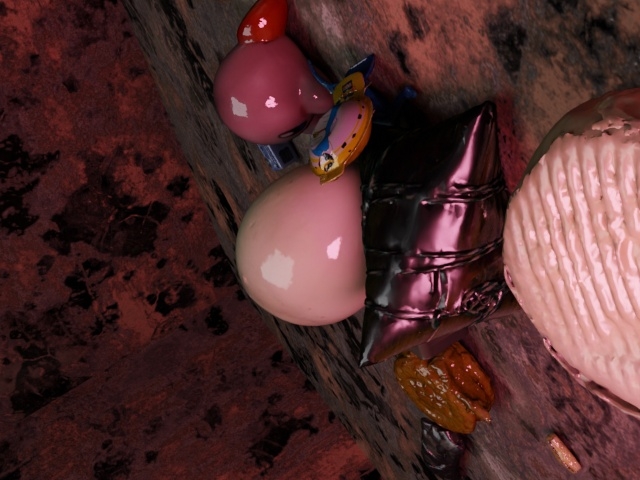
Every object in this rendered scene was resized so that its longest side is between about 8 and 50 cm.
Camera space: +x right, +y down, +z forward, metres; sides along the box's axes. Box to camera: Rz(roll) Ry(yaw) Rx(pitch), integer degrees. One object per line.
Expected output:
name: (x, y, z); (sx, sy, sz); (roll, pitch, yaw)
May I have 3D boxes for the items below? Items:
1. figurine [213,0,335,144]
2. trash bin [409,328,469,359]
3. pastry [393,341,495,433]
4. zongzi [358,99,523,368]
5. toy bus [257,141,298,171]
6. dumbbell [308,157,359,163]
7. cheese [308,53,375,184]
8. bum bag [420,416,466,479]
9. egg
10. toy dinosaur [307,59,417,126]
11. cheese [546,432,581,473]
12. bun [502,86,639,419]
figurine: (-0.118, -0.312, 1.600); (0.261, 0.211, 0.269); (58, 166, 3)
trash bin: (0.185, 0.095, 1.608); (0.164, 0.122, 0.241); (34, 149, 59)
pastry: (0.269, 0.289, 1.703); (0.240, 0.132, 0.235); (43, 156, 8)
zongzi: (0.150, -0.049, 1.239); (0.362, 0.319, 0.384); (-145, 46, -60)
toy bus: (-0.125, -0.263, 2.011); (0.167, 0.073, 0.076); (59, 163, -15)
dumbbell: (0.057, -0.138, 1.627); (0.231, 0.082, 0.092); (36, 153, 57)
cheese: (0.039, -0.199, 1.292); (0.064, 0.250, 0.156); (33, 145, -27)
bum bag: (0.327, 0.577, 2.166); (0.144, 0.095, 0.340); (34, 158, 25)
egg: (0.000, 0.000, 1.443); (0.283, 0.283, 0.345); (55, 133, 16)
toy dinosaur: (0.075, -0.228, 1.403); (0.329, 0.076, 0.144); (33, 143, 53)
cheese: (0.455, 0.401, 1.496); (0.083, 0.030, 0.044); (52, -174, 7)
bun: (0.342, 0.004, 0.717); (0.359, 0.211, 0.360); (42, 150, 31)
